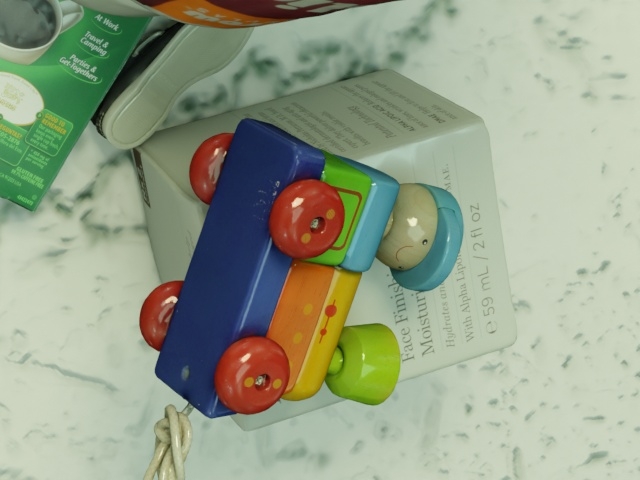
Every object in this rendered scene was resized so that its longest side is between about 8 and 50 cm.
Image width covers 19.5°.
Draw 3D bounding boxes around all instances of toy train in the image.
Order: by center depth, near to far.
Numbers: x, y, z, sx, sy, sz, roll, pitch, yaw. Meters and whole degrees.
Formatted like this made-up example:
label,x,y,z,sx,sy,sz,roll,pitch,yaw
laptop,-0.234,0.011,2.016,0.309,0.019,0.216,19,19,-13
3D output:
label,x,y,z,sx,sy,sz,roll,pitch,yaw
toy train,-0.019,0.068,1.022,0.143,0.105,0.248,12,102,-37

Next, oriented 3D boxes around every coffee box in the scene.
label,x,y,z,sx,sy,sz,roll,pitch,yaw
coffee box,-0.171,-0.121,1.093,0.113,0.040,0.184,28,96,-28

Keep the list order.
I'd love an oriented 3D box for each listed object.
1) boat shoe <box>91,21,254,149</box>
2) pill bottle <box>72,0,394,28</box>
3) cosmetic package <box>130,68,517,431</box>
label,x,y,z,sx,sy,sz,roll,pitch,yaw
boat shoe,-0.091,-0.110,1.133,0.125,0.038,0.046,-47,137,0
pill bottle,-0.010,-0.221,0.905,0.224,0.392,0.224,0,90,-32
cosmetic package,0.000,0.000,1.142,0.183,0.151,0.151,-18,112,-16
